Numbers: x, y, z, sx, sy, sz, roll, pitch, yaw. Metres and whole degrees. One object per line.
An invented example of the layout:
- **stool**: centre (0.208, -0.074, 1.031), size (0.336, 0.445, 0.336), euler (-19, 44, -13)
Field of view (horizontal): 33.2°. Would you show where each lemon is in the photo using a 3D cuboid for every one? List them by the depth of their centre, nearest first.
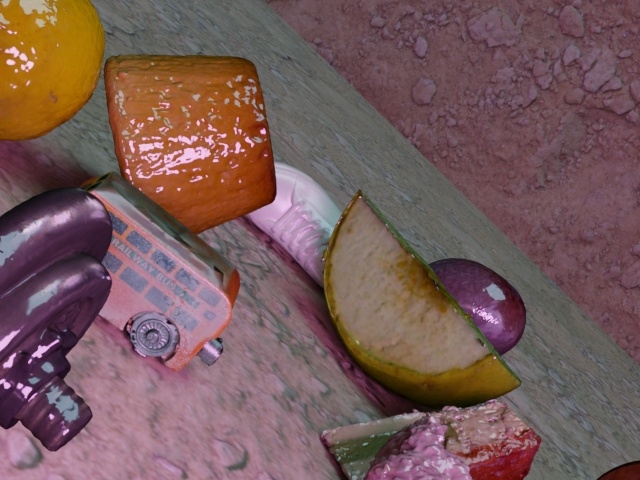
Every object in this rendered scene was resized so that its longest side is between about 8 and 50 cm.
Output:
- **lemon**: centre (-0.288, -0.177, 0.982), size (0.180, 0.180, 0.193), euler (32, 7, -32)

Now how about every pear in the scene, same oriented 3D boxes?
- **pear**: centre (0.120, 0.106, 1.286), size (0.288, 0.139, 0.239), euler (53, 14, 32)

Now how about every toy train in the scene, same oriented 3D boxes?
- **toy train**: centre (-0.148, 0.026, 0.893), size (0.188, 0.099, 0.072), euler (38, 14, -9)

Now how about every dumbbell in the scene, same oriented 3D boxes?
- **dumbbell**: centre (-0.231, 0.001, 0.558), size (0.290, 0.192, 0.192), euler (43, 14, 4)

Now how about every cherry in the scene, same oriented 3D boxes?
- **cherry**: centre (0.195, 0.095, 1.469), size (0.176, 0.176, 0.140), euler (35, 57, -25)

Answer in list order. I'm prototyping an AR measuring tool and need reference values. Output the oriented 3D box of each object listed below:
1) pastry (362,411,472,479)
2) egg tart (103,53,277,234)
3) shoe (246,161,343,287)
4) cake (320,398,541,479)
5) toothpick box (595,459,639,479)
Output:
- **pastry**: centre (0.097, 0.249, 0.854), size (0.112, 0.103, 0.265), euler (20, 27, -40)
- **egg tart**: centre (-0.123, -0.091, 1.054), size (0.202, 0.147, 0.202), euler (171, -90, -86)
- **shoe**: centre (0.000, 0.000, 1.378), size (0.265, 0.095, 0.110), euler (37, 15, -25)
- **cake**: centre (0.099, 0.229, 1.057), size (0.220, 0.116, 0.086), euler (-9, 39, -29)
- **toothpick box**: centre (0.307, 0.319, 1.049), size (0.192, 0.192, 0.294), euler (48, 21, 27)
